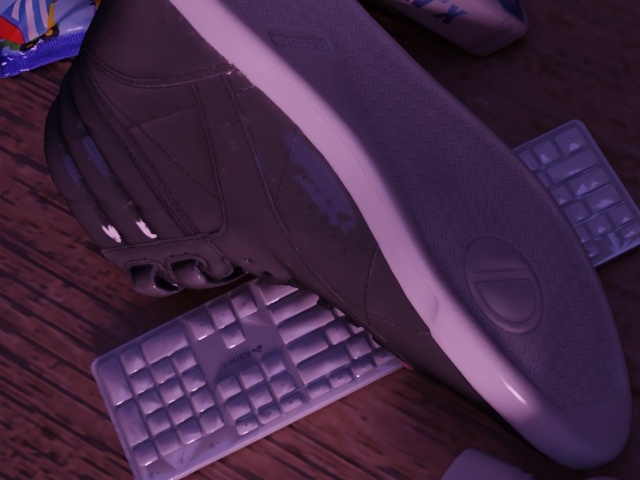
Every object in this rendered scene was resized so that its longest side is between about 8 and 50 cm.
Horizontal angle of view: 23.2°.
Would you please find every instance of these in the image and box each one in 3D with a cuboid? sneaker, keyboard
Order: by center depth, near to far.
[{"bbox_3d":[0.000,0.000,0.678,0.296,0.147,0.104,48,40,1],"label":"sneaker"},{"bbox_3d":[0.021,0.028,0.710,0.256,0.014,0.072,-26,67,-1],"label":"keyboard"}]

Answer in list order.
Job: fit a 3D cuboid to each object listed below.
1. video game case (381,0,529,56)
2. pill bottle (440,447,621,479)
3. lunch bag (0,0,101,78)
[{"bbox_3d":[-0.032,-0.267,0.689,0.036,0.300,0.329,-26,65,29],"label":"video game case"},{"bbox_3d":[0.121,0.153,0.595,0.180,0.108,0.108,25,75,18],"label":"pill bottle"},{"bbox_3d":[-0.142,-0.245,0.691,0.138,0.293,0.221,-13,68,5],"label":"lunch bag"}]
